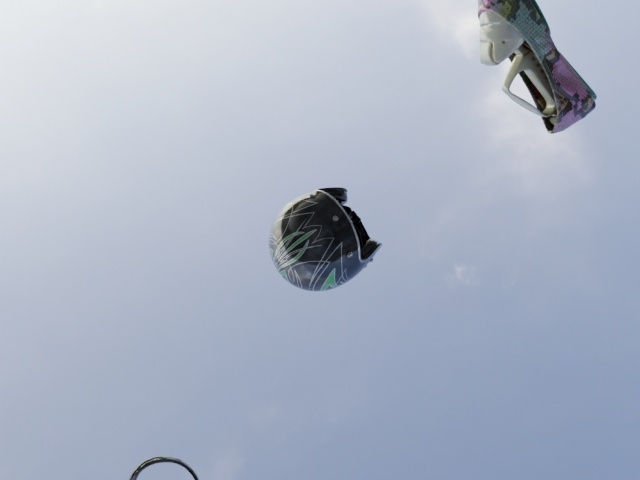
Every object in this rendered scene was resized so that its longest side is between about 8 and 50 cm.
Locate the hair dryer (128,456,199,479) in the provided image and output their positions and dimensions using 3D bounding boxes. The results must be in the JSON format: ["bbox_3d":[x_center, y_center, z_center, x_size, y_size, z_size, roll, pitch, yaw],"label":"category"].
[{"bbox_3d":[-0.083,0.353,0.666,0.224,0.293,0.080,12,-159,24],"label":"hair dryer"}]

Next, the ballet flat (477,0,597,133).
[{"bbox_3d":[0.227,-0.205,0.738,0.079,0.221,0.077,-45,-155,2],"label":"ballet flat"}]

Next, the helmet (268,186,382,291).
[{"bbox_3d":[0.000,0.000,1.021,0.169,0.169,0.162,35,-154,23],"label":"helmet"}]
